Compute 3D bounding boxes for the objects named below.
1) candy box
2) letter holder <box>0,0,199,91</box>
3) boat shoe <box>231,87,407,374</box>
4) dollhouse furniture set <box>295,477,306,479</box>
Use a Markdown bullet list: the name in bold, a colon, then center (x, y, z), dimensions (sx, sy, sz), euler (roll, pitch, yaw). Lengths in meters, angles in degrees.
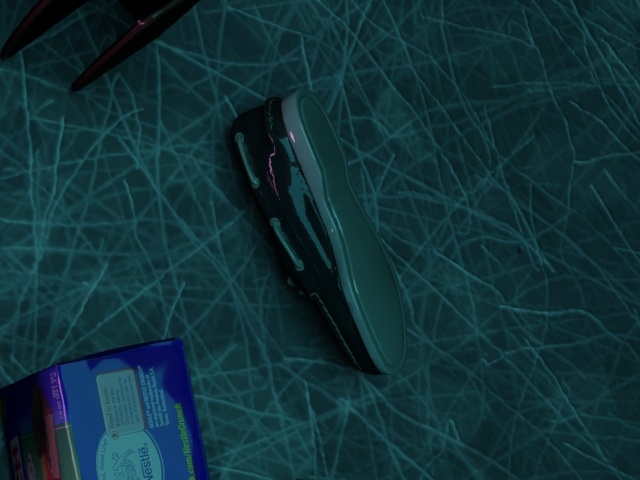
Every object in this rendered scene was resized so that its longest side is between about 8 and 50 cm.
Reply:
- **candy box**: center (-0.189, 0.238, 1.675), dimensions (0.122, 0.317, 0.268), euler (-10, 85, -19)
- **letter holder**: center (-0.231, -0.227, 1.733), dimensions (0.214, 0.302, 0.152), euler (-39, 96, -20)
- **boat shoe**: center (0.000, 0.000, 1.901), dimensions (0.114, 0.091, 0.302), euler (-13, 84, -65)
- **dollhouse furniture set**: center (0.021, 0.350, 1.855), dimensions (0.129, 0.129, 0.183), euler (14, 102, -18)
